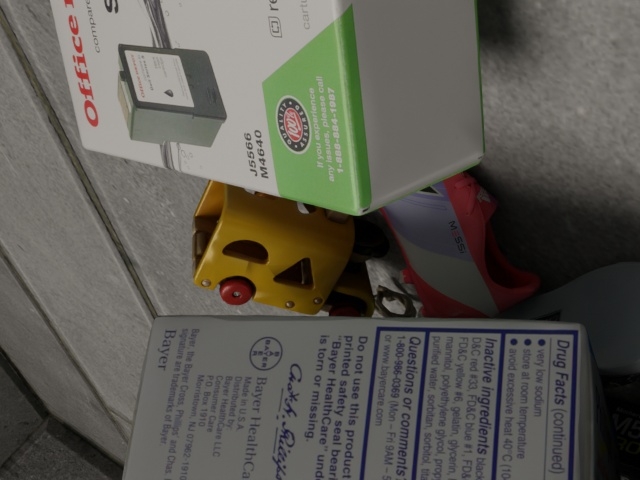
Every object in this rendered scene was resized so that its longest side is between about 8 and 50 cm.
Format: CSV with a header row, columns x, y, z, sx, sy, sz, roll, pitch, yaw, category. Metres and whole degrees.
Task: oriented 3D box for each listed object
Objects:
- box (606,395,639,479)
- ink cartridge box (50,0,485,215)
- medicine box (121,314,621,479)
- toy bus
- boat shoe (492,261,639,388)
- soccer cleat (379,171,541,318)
x,y,z,sx,sy,sz,roll,pitch,yaw,category
0.310,0.249,0.858,0.216,0.060,0.270,13,142,46,box
-0.047,-0.143,0.598,0.273,0.115,0.198,14,120,44,ink cartridge box
0.053,0.162,0.699,0.289,0.149,0.263,0,158,20,medicine box
-0.010,0.000,0.849,0.191,0.202,0.104,41,125,18,toy bus
0.203,0.076,0.722,0.076,0.080,0.228,24,155,-19,boat shoe
0.074,-0.043,0.724,0.095,0.083,0.248,-18,116,26,soccer cleat
